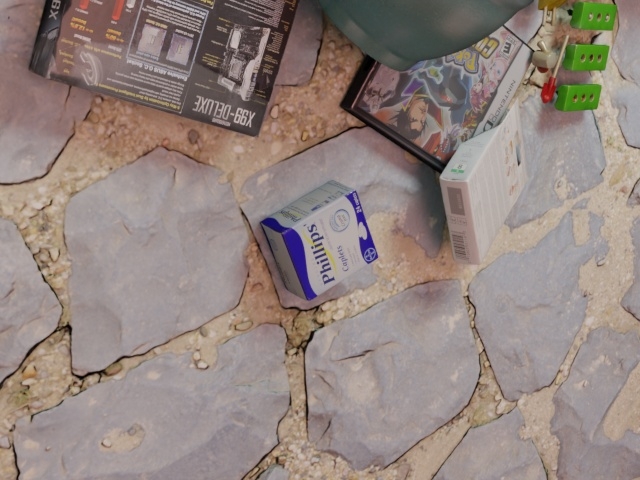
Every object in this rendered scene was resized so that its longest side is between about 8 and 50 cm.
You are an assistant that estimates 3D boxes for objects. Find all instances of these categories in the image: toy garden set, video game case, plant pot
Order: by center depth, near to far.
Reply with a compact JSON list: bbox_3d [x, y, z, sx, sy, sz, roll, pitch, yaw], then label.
[{"bbox_3d":[0.116,-0.354,1.345,0.293,0.293,0.196,24,121,-36],"label":"plant pot"},{"bbox_3d":[0.190,-0.251,1.555,0.274,0.035,0.248,28,90,-36],"label":"video game case"},{"bbox_3d":[0.404,-0.336,1.645,0.203,0.049,0.244,-10,113,-44],"label":"toy garden set"}]

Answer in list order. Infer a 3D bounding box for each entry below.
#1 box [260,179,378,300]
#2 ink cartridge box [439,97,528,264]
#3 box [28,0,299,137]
[{"bbox_3d":[0.000,0.000,1.493,0.137,0.072,0.126,-31,120,-20],"label":"box"},{"bbox_3d":[0.268,-0.099,1.624,0.225,0.056,0.181,-56,144,-37],"label":"ink cartridge box"},{"bbox_3d":[-0.185,-0.285,1.275,0.307,0.076,0.243,12,99,-35],"label":"box"}]
